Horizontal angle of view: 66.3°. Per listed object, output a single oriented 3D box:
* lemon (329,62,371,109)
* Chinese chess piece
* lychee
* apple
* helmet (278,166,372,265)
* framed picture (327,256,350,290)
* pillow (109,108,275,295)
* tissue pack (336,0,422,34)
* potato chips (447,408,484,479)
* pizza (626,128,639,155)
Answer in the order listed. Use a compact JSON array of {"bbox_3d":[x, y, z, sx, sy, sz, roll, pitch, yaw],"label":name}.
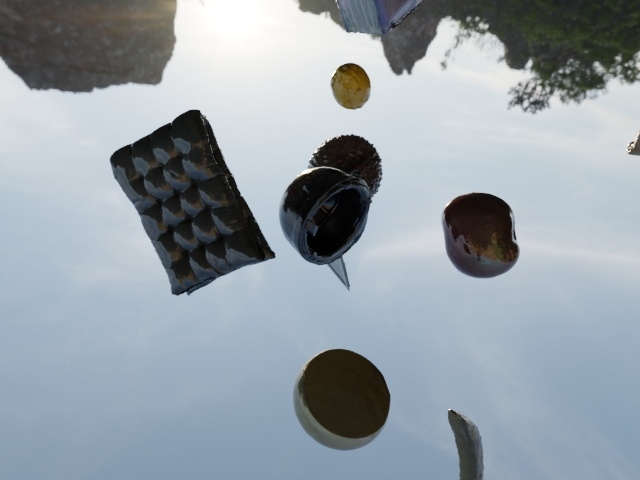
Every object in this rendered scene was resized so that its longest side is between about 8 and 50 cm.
[{"bbox_3d":[0.084,-0.436,1.380,0.114,0.155,0.114,-9,-117,19],"label":"lemon"},{"bbox_3d":[0.052,0.398,1.234,0.250,0.097,0.251,13,-132,-15],"label":"Chinese chess piece"},{"bbox_3d":[0.092,-0.253,1.846,0.299,0.300,0.300,9,-147,-6],"label":"lychee"},{"bbox_3d":[0.552,-0.022,1.686,0.234,0.306,0.306,-10,-157,27],"label":"apple"},{"bbox_3d":[-0.003,-0.072,1.199,0.160,0.279,0.230,39,-101,26],"label":"helmet"},{"bbox_3d":[0.000,0.000,1.533,0.019,0.232,0.296,-32,-124,-11],"label":"framed picture"},{"bbox_3d":[-0.253,-0.066,0.966,0.228,0.327,0.101,-22,-175,17],"label":"pillow"},{"bbox_3d":[0.096,-0.553,0.791,0.125,0.344,0.242,28,-114,40],"label":"tissue pack"},{"bbox_3d":[0.357,0.541,1.186,0.057,0.407,0.080,19,-140,42],"label":"potato chips"},{"bbox_3d":[0.860,-0.280,1.151,0.134,0.271,0.056,47,-139,-1],"label":"pizza"}]
